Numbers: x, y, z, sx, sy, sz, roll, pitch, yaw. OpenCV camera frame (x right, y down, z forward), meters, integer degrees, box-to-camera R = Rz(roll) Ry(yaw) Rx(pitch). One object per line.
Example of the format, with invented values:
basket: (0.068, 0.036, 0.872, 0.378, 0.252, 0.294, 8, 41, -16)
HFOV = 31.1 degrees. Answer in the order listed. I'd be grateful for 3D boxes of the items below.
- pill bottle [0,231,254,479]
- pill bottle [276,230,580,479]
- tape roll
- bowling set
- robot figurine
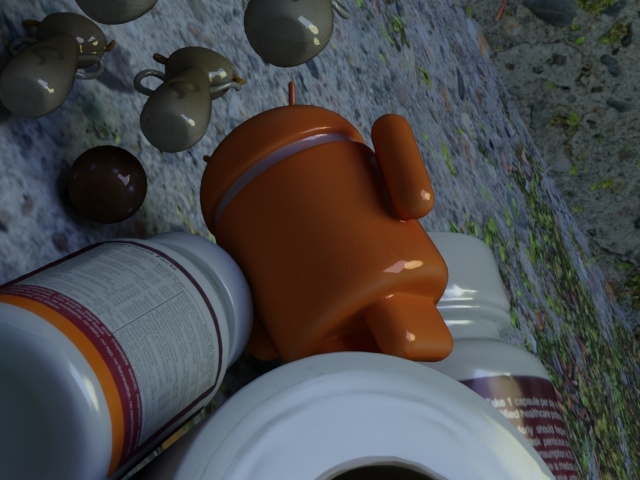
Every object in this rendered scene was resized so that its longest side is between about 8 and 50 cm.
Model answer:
pill bottle: (-0.124, 0.066, 0.645, 0.121, 0.121, 0.221, 66, 22, -4)
pill bottle: (0.086, 0.208, 0.858, 0.224, 0.224, 0.392, 26, 47, -58)
tape roll: (0.000, 0.199, 0.607, 0.246, 0.169, 0.246, 13, 59, -23)
bowling set: (-0.139, -0.129, 0.784, 0.287, 0.199, 0.154, 19, 30, -5)
robot figurine: (0.002, -0.001, 0.767, 0.128, 0.158, 0.219, -20, 64, -26)
